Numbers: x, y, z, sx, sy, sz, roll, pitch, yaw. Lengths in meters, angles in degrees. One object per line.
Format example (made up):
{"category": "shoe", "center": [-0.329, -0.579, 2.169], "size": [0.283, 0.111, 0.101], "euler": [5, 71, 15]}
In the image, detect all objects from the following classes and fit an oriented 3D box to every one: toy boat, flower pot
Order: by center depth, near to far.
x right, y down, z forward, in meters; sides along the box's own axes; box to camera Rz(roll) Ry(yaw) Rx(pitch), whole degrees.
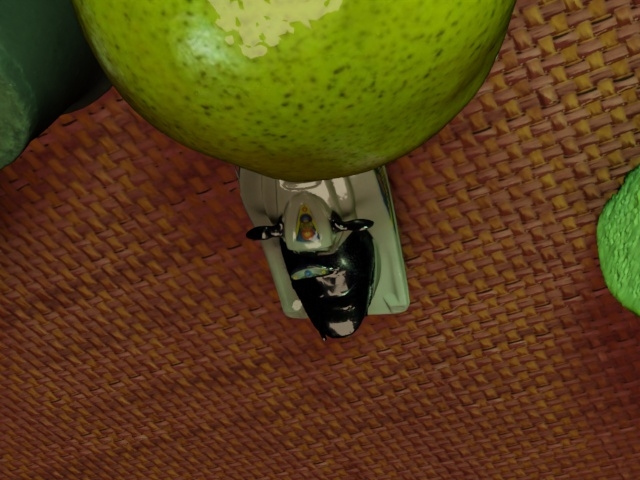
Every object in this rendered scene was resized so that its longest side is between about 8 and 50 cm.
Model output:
{"category": "flower pot", "center": [-0.271, -0.144, 0.686], "size": [0.235, 0.148, 0.235], "euler": [3, 137, 3]}
{"category": "toy boat", "center": [0.001, -0.002, 0.826], "size": [0.141, 0.140, 0.269], "euler": [-6, 149, 10]}

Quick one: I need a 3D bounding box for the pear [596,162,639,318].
{"category": "pear", "center": [0.352, -0.012, 0.707], "size": [0.159, 0.292, 0.292], "euler": [21, 134, -3]}

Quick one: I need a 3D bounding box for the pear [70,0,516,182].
{"category": "pear", "center": [-0.023, -0.182, 0.536], "size": [0.294, 0.294, 0.294], "euler": [2, 136, 2]}
